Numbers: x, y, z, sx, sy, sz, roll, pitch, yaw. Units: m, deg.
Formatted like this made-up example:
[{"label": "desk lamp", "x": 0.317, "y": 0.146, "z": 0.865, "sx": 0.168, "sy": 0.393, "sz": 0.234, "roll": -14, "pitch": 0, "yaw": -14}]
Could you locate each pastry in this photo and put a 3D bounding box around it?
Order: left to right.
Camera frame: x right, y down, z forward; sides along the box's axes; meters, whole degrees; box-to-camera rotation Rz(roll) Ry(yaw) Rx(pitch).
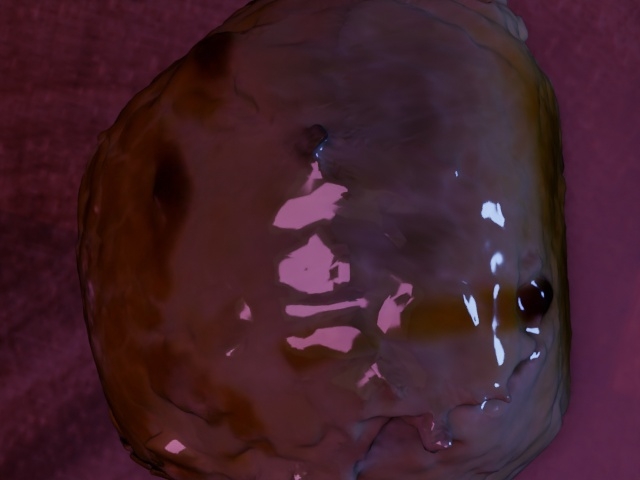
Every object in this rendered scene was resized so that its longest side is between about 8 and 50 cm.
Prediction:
[{"label": "pastry", "x": -0.006, "y": -0.007, "z": 0.571, "sx": 0.236, "sy": 0.170, "sz": 0.256, "roll": -2, "pitch": 78, "yaw": 8}]
